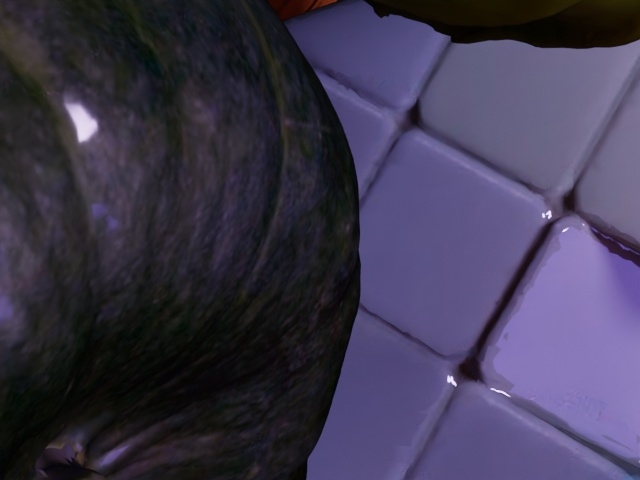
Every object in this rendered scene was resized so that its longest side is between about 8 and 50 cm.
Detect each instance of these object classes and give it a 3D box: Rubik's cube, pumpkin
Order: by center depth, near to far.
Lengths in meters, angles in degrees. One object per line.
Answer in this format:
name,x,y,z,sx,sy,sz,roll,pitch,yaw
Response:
pumpkin,-0.112,0.039,0.470,0.300,0.207,0.300,-41,145,-39
Rubik's cube,0.062,0.007,0.674,0.213,0.224,0.265,20,57,-66

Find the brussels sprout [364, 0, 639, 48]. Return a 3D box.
brussels sprout,0.039,-0.198,0.491,0.259,0.227,0.294,-31,97,-32
